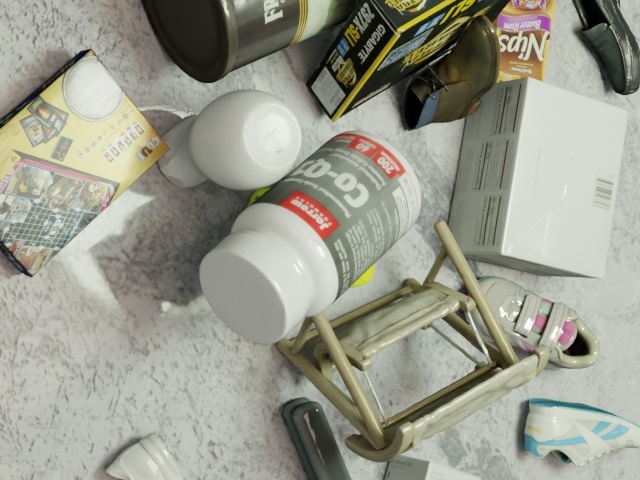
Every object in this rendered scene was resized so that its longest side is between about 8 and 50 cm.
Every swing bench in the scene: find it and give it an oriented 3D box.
[{"bbox_3d":[0.122,0.151,1.743,0.253,0.165,0.255,-23,64,-28],"label":"swing bench"}]

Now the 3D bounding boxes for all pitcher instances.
[{"bbox_3d":[-0.096,-0.141,1.654,0.178,0.207,0.125,-45,112,-25],"label":"pitcher"}]

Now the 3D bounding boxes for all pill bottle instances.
[{"bbox_3d":[-0.011,-0.006,1.623,0.283,0.161,0.161,-42,111,-39],"label":"pill bottle"}]

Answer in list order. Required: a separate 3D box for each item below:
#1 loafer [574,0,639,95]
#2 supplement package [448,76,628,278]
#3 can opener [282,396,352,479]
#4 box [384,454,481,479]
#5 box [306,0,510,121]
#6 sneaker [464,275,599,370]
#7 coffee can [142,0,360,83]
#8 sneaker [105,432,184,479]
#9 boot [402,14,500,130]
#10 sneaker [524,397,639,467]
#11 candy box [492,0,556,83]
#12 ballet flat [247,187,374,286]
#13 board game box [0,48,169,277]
[{"bbox_3d":[0.451,-0.336,2.066,0.078,0.076,0.223,-21,96,-24],"label":"loafer"},{"bbox_3d":[0.326,-0.088,1.944,0.204,0.145,0.262,13,84,-30],"label":"supplement package"},{"bbox_3d":[0.033,0.343,1.807,0.093,0.074,0.280,-31,103,-21],"label":"can opener"},{"bbox_3d":[0.157,0.366,1.866,0.102,0.101,0.087,23,78,-29],"label":"box"},{"bbox_3d":[0.154,-0.315,1.773,0.322,0.257,0.079,-34,81,-28],"label":"box"},{"bbox_3d":[0.331,0.125,1.967,0.252,0.111,0.103,24,77,-29],"label":"sneaker"},{"bbox_3d":[-0.069,-0.347,1.673,0.275,0.201,0.202,-29,104,-29],"label":"coffee can"},{"bbox_3d":[-0.202,0.359,1.675,0.094,0.080,0.212,-32,99,-15],"label":"sneaker"},{"bbox_3d":[0.185,-0.228,1.835,0.106,0.219,0.082,-25,66,-20],"label":"boot"},{"bbox_3d":[0.418,0.309,2.042,0.228,0.087,0.092,12,91,-24],"label":"sneaker"},{"bbox_3d":[0.299,-0.319,1.984,0.109,0.053,0.187,13,85,-31],"label":"candy box"},{"bbox_3d":[0.000,0.000,1.786,0.231,0.077,0.077,33,72,-27],"label":"ballet flat"},{"bbox_3d":[-0.326,-0.097,1.597,0.243,0.042,0.165,-45,113,-20],"label":"board game box"}]
